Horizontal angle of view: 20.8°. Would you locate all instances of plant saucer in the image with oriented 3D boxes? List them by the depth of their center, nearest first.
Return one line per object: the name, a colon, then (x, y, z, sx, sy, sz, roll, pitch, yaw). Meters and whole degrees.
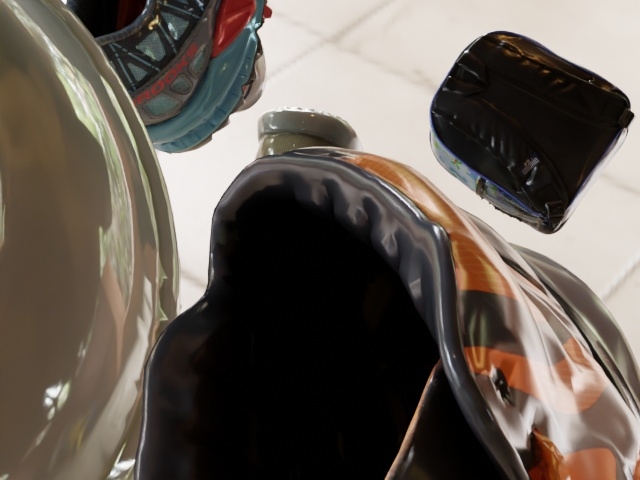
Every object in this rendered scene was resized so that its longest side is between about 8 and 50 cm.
plant saucer: (-0.240, -0.010, 0.683, 0.400, 0.100, 0.401, 8, 64, -17)

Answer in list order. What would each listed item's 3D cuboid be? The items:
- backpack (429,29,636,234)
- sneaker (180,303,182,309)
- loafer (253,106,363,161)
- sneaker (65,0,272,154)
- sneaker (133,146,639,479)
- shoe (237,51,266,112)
backpack: (0.128, -0.069, 1.116, 0.114, 0.084, 0.105, 34, 81, 10)
sneaker: (-0.178, 0.126, 1.190, 0.094, 0.235, 0.090, 23, 4, -15)
loafer: (0.000, 0.000, 1.231, 0.094, 0.251, 0.087, 5, 65, 20)
sneaker: (-0.080, -0.185, 0.920, 0.104, 0.262, 0.125, -1, -13, 43)
sneaker: (0.049, 0.114, 0.386, 0.321, 0.124, 0.180, 59, 14, 29)
shoe: (-0.105, -0.155, 1.089, 0.178, 0.063, 0.081, 58, 21, 14)
